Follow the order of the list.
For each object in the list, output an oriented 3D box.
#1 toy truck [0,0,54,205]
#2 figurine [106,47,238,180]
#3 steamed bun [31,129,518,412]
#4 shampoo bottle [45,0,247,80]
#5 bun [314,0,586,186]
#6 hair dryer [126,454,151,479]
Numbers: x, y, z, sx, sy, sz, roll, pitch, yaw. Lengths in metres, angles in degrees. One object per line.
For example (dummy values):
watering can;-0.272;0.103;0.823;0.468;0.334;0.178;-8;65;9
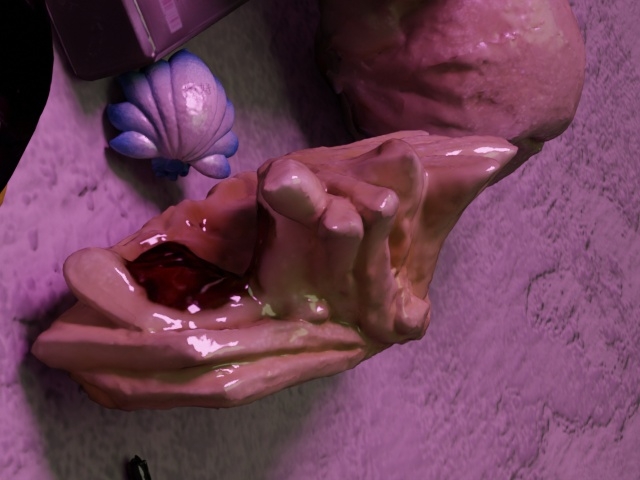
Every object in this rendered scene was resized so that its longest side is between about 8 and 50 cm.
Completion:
toy truck;-0.313;-0.163;0.956;0.405;0.254;0.181;55;38;-55
figurine;-0.111;-0.102;1.420;0.114;0.079;0.114;11;59;-18
steamed bun;0.000;0.000;1.366;0.428;0.247;0.189;-20;120;-54
shampoo bottle;-0.114;-0.204;1.441;0.246;0.079;0.080;-44;117;-55
bun;0.101;-0.164;1.642;0.205;0.281;0.281;-33;114;-13
hair dryer;-0.134;0.251;1.283;0.195;0.075;0.219;22;50;-43
